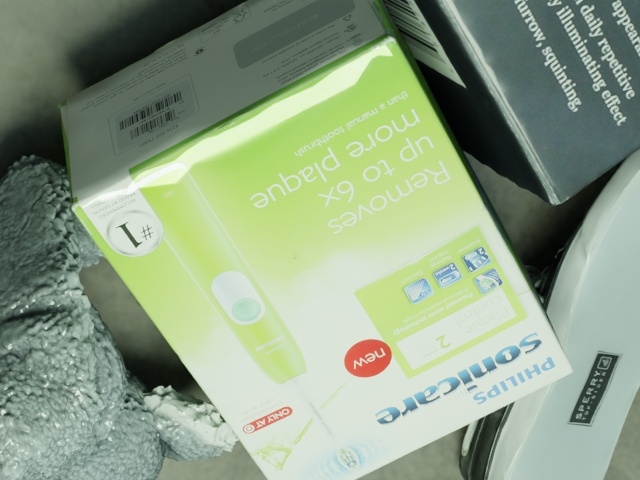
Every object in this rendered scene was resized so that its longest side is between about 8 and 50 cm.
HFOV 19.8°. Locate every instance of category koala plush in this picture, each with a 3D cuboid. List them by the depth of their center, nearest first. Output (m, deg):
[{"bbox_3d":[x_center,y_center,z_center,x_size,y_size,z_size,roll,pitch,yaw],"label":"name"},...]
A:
[{"bbox_3d":[-0.169,0.107,1.131,0.196,0.203,0.221,-29,138,7],"label":"koala plush"}]

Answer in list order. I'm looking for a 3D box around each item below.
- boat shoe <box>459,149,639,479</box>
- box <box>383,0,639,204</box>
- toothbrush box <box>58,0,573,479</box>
[{"bbox_3d":[0.181,0.053,1.264,0.113,0.105,0.306,8,109,-29],"label":"boat shoe"},{"bbox_3d":[0.193,-0.268,1.109,0.395,0.212,0.293,-35,114,-5],"label":"box"},{"bbox_3d":[0.000,0.000,1.122,0.206,0.122,0.283,-27,127,6],"label":"toothbrush box"}]
